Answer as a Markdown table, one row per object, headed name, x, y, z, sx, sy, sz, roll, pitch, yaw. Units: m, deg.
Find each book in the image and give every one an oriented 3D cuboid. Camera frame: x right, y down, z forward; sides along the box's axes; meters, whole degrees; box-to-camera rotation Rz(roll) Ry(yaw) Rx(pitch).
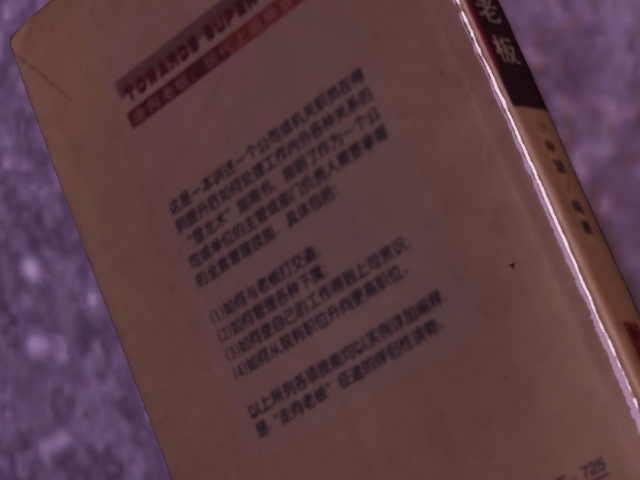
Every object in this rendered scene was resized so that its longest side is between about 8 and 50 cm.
| name | x | y | z | sx | sy | sz | roll | pitch | yaw |
| --- | --- | --- | --- | --- | --- | --- | --- | --- | --- |
| book | 0.000 | 0.000 | 0.573 | 0.161 | 0.026 | 0.231 | -33 | 71 | 33 |
